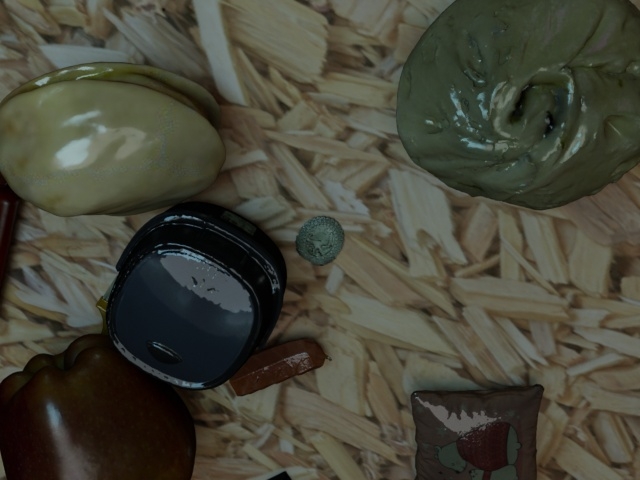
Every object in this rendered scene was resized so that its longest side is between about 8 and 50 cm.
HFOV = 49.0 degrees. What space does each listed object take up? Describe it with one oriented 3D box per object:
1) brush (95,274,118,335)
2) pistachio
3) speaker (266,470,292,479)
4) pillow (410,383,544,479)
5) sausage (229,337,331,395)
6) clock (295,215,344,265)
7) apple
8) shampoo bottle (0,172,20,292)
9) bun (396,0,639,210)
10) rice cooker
[{"bbox_3d":[-0.377,0.186,1.212,0.103,0.013,0.272,36,107,-7],"label":"brush"},{"bbox_3d":[-0.298,-0.143,0.998,0.321,0.229,0.238,-3,145,-10],"label":"pistachio"},{"bbox_3d":[-0.033,0.510,1.275,0.046,0.040,0.191,-30,103,13],"label":"speaker"},{"bbox_3d":[0.265,0.349,1.183,0.223,0.084,0.236,-4,109,3],"label":"pillow"},{"bbox_3d":[-0.067,0.208,1.171,0.169,0.065,0.065,-22,104,10],"label":"sausage"},{"bbox_3d":[0.000,0.000,1.131,0.074,0.010,0.083,31,106,-5],"label":"clock"},{"bbox_3d":[-0.355,0.315,1.116,0.288,0.288,0.317,-24,102,10],"label":"apple"},{"bbox_3d":[-0.559,-0.009,1.131,0.118,0.076,0.314,19,107,-1],"label":"shampoo bottle"},{"bbox_3d":[0.287,-0.199,0.938,0.362,0.234,0.326,9,104,3],"label":"bun"},{"bbox_3d":[-0.178,0.073,1.055,0.267,0.224,0.267,2,107,5],"label":"rice cooker"}]
